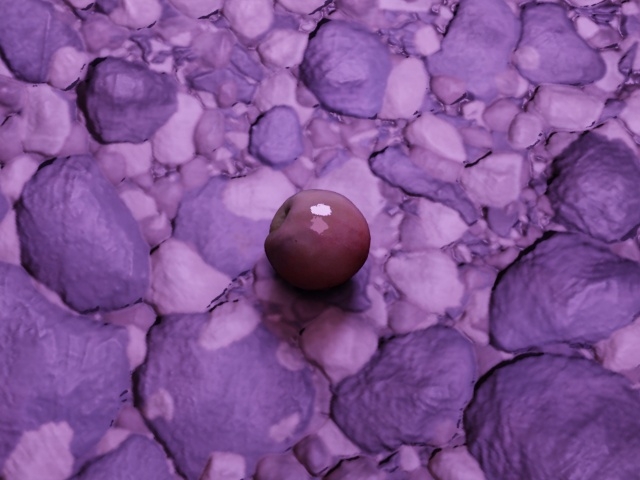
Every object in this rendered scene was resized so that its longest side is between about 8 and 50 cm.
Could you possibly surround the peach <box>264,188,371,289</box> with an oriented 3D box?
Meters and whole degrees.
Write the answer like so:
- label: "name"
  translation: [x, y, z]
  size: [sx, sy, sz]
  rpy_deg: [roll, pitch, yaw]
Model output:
- label: "peach"
  translation: [-0.001, 0.000, 1.444]
  size: [0.083, 0.083, 0.083]
  rpy_deg: [1, 60, -3]
